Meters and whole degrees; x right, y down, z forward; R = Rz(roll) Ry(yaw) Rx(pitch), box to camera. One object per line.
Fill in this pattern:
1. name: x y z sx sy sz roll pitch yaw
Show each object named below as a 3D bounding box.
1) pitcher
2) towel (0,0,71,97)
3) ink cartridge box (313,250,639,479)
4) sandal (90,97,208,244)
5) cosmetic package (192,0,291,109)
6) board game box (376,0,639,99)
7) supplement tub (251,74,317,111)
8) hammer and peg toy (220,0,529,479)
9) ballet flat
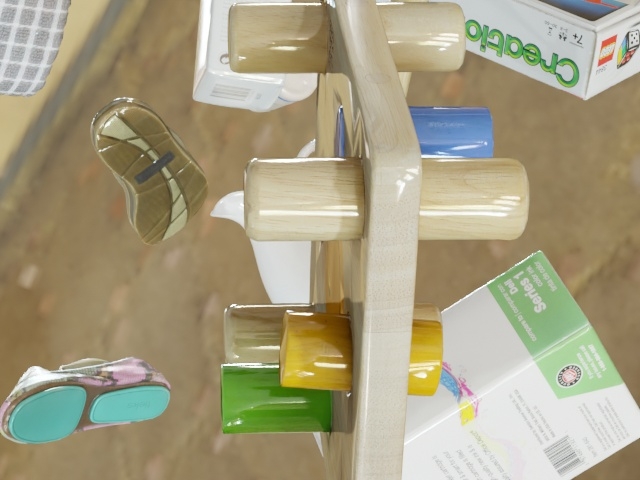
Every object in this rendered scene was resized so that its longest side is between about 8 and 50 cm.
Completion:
1. pitcher: 0.000 0.000 2.154 0.178 0.207 0.125 -36 178 -10
2. towel: -0.317 -0.265 1.559 0.121 0.235 0.283 39 -61 47
3. ink cartridge box: 0.150 0.170 1.791 0.278 0.201 0.117 -32 -134 4
4. sandal: -0.140 -0.062 1.470 0.072 0.180 0.049 -34 -124 -5
5. cosmetic package: -0.074 -0.257 1.860 0.117 0.086 0.231 141 -44 -75
6. board game box: 0.110 -0.196 1.258 0.305 0.193 0.053 28 -53 32
7. supplement tub: -0.054 -0.198 2.280 0.107 0.071 0.071 -13 -122 61
8. hammer and peg toy: 0.011 -0.016 0.969 0.361 0.127 0.266 -99 -170 -60
9. ballet flat: -0.250 0.154 1.864 0.079 0.221 0.077 38 -62 34
